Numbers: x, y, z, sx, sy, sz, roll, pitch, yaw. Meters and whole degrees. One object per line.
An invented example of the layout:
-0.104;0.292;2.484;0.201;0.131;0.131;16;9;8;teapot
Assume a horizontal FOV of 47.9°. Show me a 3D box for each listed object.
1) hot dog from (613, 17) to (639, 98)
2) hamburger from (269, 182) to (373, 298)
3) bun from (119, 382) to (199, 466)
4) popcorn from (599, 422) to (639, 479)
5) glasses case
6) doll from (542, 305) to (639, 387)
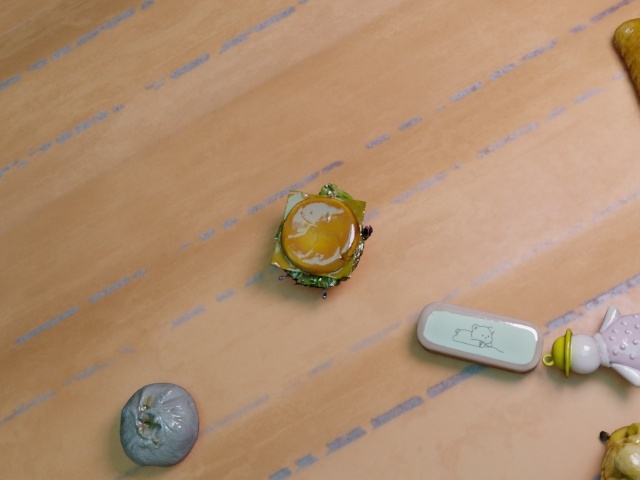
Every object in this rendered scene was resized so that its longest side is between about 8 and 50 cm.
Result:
0.570;-0.254;1.209;0.087;0.061;0.286;-26;66;15;hot dog
0.003;-0.003;1.225;0.164;0.093;0.190;21;79;16;hamburger
-0.270;0.301;1.185;0.140;0.083;0.141;-5;70;14;bun
0.442;0.345;0.977;0.140;0.163;0.194;20;71;8;popcorn
0.251;0.153;1.141;0.196;0.050;0.083;10;76;15;glasses case
0.438;0.161;1.083;0.207;0.081;0.129;-13;62;10;doll
